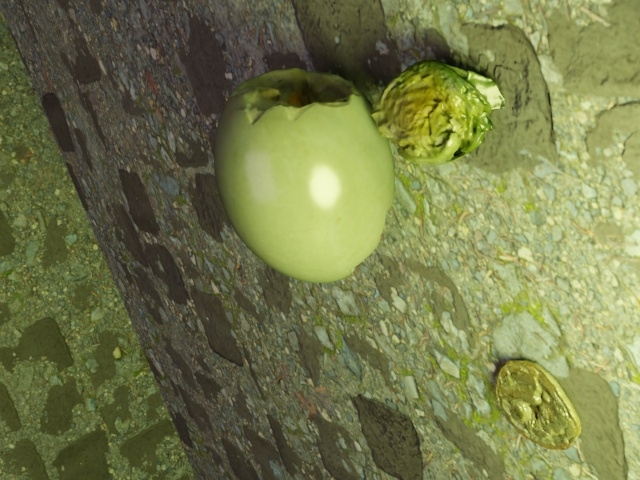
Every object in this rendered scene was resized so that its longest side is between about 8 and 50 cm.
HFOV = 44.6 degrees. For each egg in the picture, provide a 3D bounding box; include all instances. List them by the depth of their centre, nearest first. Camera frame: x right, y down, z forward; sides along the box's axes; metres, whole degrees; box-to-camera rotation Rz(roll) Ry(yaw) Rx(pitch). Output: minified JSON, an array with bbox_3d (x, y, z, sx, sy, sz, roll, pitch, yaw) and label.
[{"bbox_3d":[-0.021,-0.090,1.223,0.278,0.278,0.336,29,138,45],"label":"egg"}]

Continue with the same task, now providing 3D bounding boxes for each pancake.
[{"bbox_3d":[0.333,0.253,1.201,0.158,0.028,0.158,35,140,36],"label":"pancake"}]

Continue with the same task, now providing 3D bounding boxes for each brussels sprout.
[{"bbox_3d":[0.153,-0.175,1.057,0.181,0.101,0.139,8,111,58],"label":"brussels sprout"}]
